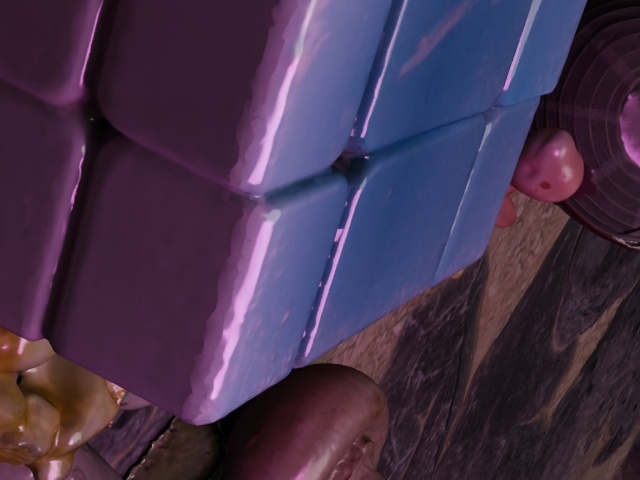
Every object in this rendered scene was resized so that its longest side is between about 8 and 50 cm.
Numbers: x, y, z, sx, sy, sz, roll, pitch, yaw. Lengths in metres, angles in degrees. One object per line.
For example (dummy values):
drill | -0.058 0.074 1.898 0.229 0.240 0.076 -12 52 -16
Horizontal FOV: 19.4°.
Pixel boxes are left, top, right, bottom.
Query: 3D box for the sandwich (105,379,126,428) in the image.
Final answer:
sandwich | -0.135 0.002 1.099 0.193 0.162 0.058 -65 157 2

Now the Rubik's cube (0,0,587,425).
Rubik's cube | -0.066 -0.154 0.850 0.322 0.319 0.316 -23 135 -61

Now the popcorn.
popcorn | -0.193 0.030 0.986 0.185 0.167 0.187 13 99 -64

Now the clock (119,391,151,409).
clock | -0.129 0.032 1.234 0.231 0.103 0.144 -64 161 9

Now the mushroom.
mushroom | -0.001 0.220 1.655 0.206 0.209 0.206 -19 130 -24

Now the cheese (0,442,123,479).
cheese | -0.207 0.195 1.160 0.198 0.154 0.189 -51 136 -2

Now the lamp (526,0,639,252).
lamp | 0.320 -0.124 1.933 0.233 0.265 0.233 -32 -173 5

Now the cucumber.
cucumber | -0.121 0.257 1.592 0.115 0.063 0.244 -46 155 -37

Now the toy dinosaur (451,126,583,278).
toy dinosaur | 0.162 -0.073 1.701 0.152 0.177 0.194 -48 157 -33
